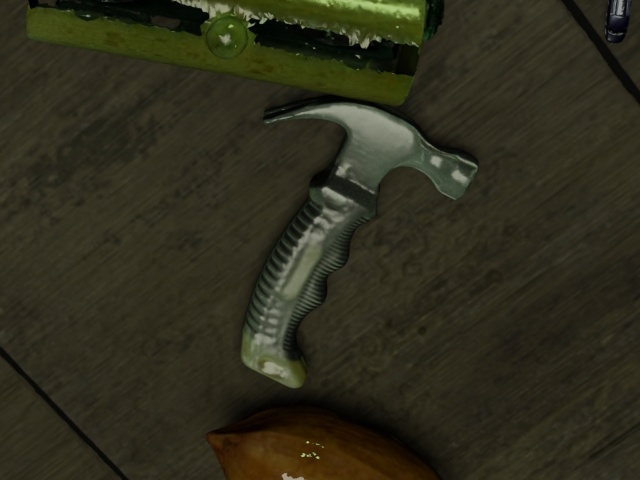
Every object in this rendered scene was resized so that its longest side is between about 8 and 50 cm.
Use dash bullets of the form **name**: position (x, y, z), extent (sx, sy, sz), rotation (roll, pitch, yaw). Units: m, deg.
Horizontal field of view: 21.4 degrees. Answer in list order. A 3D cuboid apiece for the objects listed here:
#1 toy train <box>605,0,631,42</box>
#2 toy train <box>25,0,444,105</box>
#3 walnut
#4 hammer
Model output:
- **toy train**: position (0.216, -0.181, 1.209), extent (0.017, 0.017, 0.083), rotation (4, 110, 1)
- **toy train**: position (-0.062, -0.177, 1.126), extent (0.307, 0.189, 0.126), rotation (10, 103, -6)
- **walnut**: position (0.007, 0.187, 1.292), extent (0.207, 0.116, 0.116), rotation (21, 108, -11)
- **hammer**: position (0.000, 0.000, 1.264), extent (0.159, 0.041, 0.226), rotation (25, 108, -7)
